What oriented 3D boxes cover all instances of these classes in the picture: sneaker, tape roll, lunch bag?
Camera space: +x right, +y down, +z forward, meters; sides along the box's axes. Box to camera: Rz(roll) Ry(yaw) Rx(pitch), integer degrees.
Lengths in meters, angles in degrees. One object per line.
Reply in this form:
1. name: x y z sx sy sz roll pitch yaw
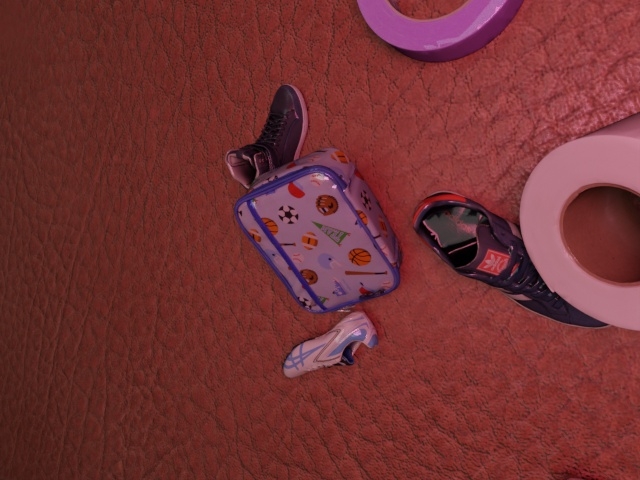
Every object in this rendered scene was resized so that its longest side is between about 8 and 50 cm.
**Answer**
1. sneaker: 0.294 0.036 0.719 0.349 0.148 0.131 30 109 22
2. tape roll: 0.196 -0.442 0.748 0.274 0.090 0.275 4 99 28
3. tape roll: 0.407 -0.033 0.576 0.246 0.169 0.246 46 148 39
4. sneaker: 0.013 0.229 0.930 0.237 0.085 0.086 -38 63 27
5. lunch bag: 0.000 0.000 0.838 0.243 0.115 0.304 -20 117 26
6. sneaker: -0.103 -0.201 0.901 0.086 0.163 0.227 12 100 29

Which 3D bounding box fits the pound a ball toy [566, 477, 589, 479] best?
1. pound a ball toy: 0.449 0.557 0.728 0.208 0.136 0.320 11 103 2
